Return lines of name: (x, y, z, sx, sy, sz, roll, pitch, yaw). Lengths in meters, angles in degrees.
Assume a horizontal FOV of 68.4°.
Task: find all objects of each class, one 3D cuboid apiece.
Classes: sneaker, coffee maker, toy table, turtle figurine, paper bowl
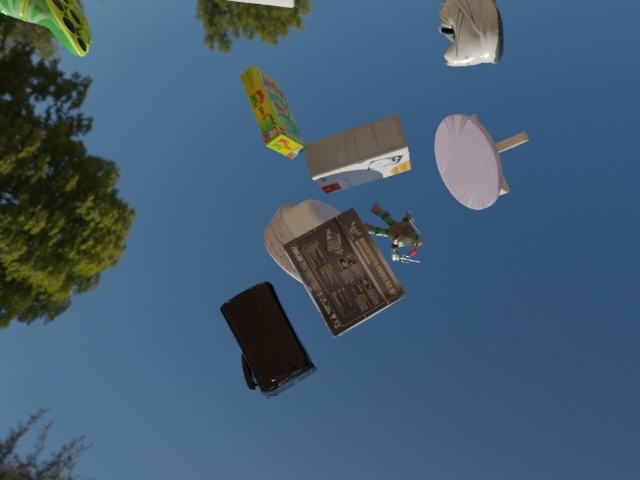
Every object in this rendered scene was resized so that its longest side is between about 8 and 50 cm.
sneaker: (-0.649, -0.541, 1.061, 0.123, 0.295, 0.110, -28, -150, 25)
coffee maker: (-0.087, 0.167, 0.824, 0.120, 0.171, 0.178, -22, -110, -28)
toy table: (0.456, -0.237, 1.368, 0.160, 0.275, 0.252, -19, -173, -42)
turtle figurine: (0.265, -0.029, 1.597, 0.234, 0.118, 0.175, 27, -98, 2)
paper bowl: (0.000, 0.000, 1.273, 0.148, 0.284, 0.284, -53, -137, 20)
sneaker: (0.312, -0.509, 0.999, 0.129, 0.111, 0.298, -5, -105, 23)

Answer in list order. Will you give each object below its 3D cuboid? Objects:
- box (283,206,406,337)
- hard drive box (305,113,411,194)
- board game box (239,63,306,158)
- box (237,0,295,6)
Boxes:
box: (0.050, 0.069, 1.038, 0.182, 0.056, 0.231, -29, -101, -9)
hard drive box: (0.097, -0.204, 1.159, 0.231, 0.181, 0.089, -16, -101, 12)
board game box: (-0.099, -0.267, 0.980, 0.043, 0.092, 0.182, -31, -112, 24)
box: (-0.138, -0.684, 1.133, 0.181, 0.119, 0.181, 9, -106, 6)
